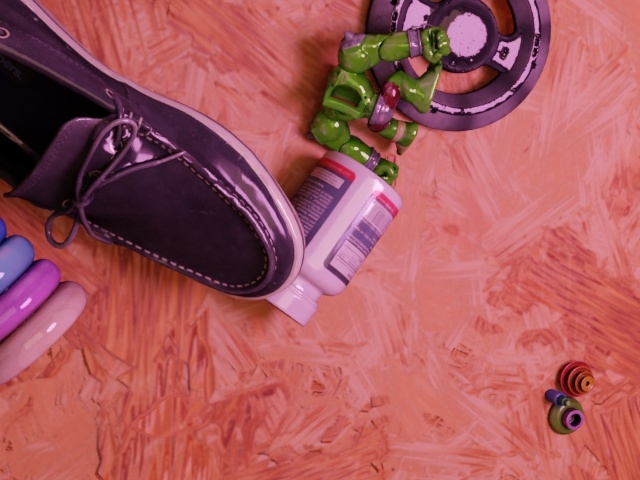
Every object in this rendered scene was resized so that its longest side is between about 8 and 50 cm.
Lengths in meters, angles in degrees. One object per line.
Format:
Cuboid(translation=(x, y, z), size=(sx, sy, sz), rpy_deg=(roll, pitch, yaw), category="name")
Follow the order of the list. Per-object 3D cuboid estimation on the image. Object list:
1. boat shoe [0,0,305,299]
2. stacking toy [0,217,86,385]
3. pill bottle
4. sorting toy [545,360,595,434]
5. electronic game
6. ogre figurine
Cuboid(translation=(-0.230, -0.087, 1.013), size=(0.500, 0.156, 0.187), rpy_deg=(39, 123, -17), category="boat shoe")
Cuboid(translation=(-0.389, -0.013, 1.018), size=(0.141, 0.141, 0.330), rpy_deg=(-44, 104, -10), category="stacking toy")
Cuboid(translation=(0.000, 0.000, 1.167), size=(0.108, 0.108, 0.180), rpy_deg=(38, 84, -21), category="pill bottle")
Cuboid(translation=(0.328, 0.208, 1.350), size=(0.061, 0.042, 0.102), rpy_deg=(6, 96, -21), category="sorting toy")
Cuboid(translation=(0.164, -0.243, 1.224), size=(0.229, 0.048, 0.229), rpy_deg=(-3, 104, -13), category="electronic game")
Cuboid(translation=(0.060, -0.159, 1.165), size=(0.118, 0.197, 0.097), rpy_deg=(16, 52, -9), category="ogre figurine")
